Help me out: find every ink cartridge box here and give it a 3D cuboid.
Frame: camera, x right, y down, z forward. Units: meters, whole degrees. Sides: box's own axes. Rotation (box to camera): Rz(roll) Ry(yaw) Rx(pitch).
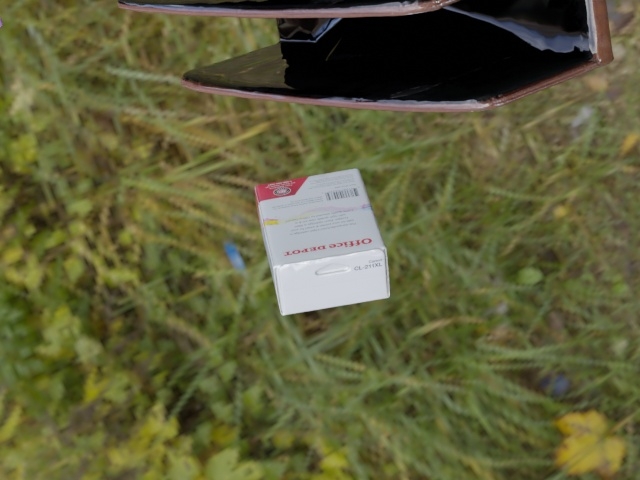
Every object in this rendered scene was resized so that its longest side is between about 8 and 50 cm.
[{"bbox_3d":[0.000,0.000,1.711,0.175,0.127,0.072,-105,7,-55],"label":"ink cartridge box"}]

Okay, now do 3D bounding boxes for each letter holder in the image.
[{"bbox_3d":[-0.010,-0.160,0.934,0.302,0.214,0.152,11,119,48],"label":"letter holder"}]

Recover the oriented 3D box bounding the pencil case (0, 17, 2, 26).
[{"bbox_3d":[-0.308,-0.117,1.104,0.088,0.206,0.086,-8,128,14],"label":"pencil case"}]
